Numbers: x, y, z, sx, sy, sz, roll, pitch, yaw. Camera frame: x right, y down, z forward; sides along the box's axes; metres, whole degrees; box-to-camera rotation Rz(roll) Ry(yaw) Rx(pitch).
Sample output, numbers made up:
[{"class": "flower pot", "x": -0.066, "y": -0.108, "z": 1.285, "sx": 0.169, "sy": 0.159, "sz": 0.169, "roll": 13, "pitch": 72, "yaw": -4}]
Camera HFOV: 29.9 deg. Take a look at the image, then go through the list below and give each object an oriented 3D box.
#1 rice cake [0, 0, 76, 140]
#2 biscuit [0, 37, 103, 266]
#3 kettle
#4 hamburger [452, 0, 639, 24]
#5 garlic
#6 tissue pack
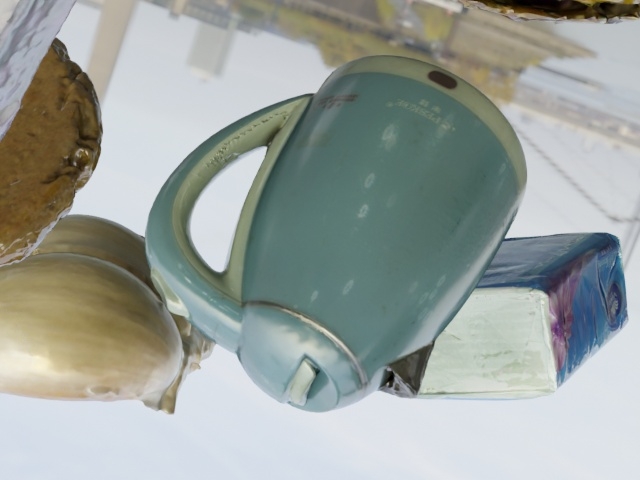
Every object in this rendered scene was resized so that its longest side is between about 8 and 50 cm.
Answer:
[{"class": "rice cake", "x": -0.135, "y": -0.076, "z": 0.379, "sx": 0.106, "sy": 0.298, "sz": 0.050, "roll": 38, "pitch": -152, "yaw": 2}, {"class": "biscuit", "x": -0.228, "y": -0.045, "z": 0.687, "sx": 0.226, "sy": 0.226, "sz": 0.042, "roll": 25, "pitch": 149, "yaw": 27}, {"class": "kettle", "x": 0.000, "y": 0.000, "z": 1.187, "sx": 0.319, "sy": 0.247, "sz": 0.342, "roll": 27, "pitch": -125, "yaw": 8}, {"class": "hamburger", "x": 0.089, "y": -0.135, "z": 0.378, "sx": 0.185, "sy": 0.113, "sz": 0.177, "roll": 26, "pitch": 156, "yaw": -7}, {"class": "garlic", "x": -0.288, "y": 0.092, "z": 1.314, "sx": 0.313, "sy": 0.249, "sz": 0.286, "roll": 10, "pitch": -137, "yaw": 8}, {"class": "tissue pack", "x": 0.236, "y": 0.088, "z": 1.441, "sx": 0.198, "sy": 0.146, "sz": 0.263, "roll": -4, "pitch": -168, "yaw": 32}]
